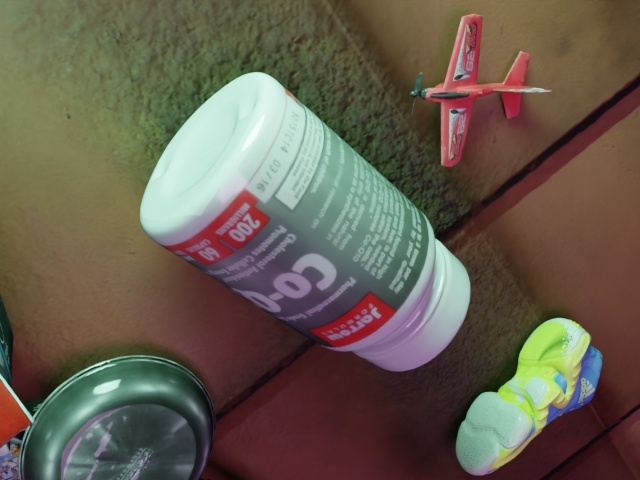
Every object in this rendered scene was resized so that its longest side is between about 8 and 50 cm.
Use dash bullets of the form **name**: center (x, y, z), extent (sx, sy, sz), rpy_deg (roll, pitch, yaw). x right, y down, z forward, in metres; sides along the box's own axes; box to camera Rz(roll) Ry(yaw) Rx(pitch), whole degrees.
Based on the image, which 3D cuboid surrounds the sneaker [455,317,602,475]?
- **sneaker**: center (0.286, 0.220, 0.842), extent (0.126, 0.091, 0.240), rpy_deg (29, 103, -31)

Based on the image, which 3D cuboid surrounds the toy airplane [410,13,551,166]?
- **toy airplane**: center (0.156, -0.150, 0.635), extent (0.151, 0.028, 0.151), rpy_deg (-9, 121, -16)

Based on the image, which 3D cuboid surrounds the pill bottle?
- **pill bottle**: center (0.000, 0.000, 0.579), extent (0.283, 0.161, 0.161), rpy_deg (37, 100, -31)

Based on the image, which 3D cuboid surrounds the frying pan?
- **frying pan**: center (-0.172, 0.267, 0.674), extent (0.197, 0.053, 0.326), rpy_deg (-32, 116, -20)

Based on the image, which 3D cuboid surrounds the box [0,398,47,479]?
- **box**: center (-0.319, 0.224, 0.655), extent (0.207, 0.036, 0.114), rpy_deg (-10, 120, -15)

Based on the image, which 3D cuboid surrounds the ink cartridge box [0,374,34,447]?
- **ink cartridge box**: center (-0.331, 0.065, 0.231), extent (0.130, 0.309, 0.271), rpy_deg (-25, 101, 40)

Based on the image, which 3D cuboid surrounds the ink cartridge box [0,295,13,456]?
- **ink cartridge box**: center (-0.294, -0.011, 0.464), extent (0.065, 0.165, 0.332), rpy_deg (-13, 121, -17)
